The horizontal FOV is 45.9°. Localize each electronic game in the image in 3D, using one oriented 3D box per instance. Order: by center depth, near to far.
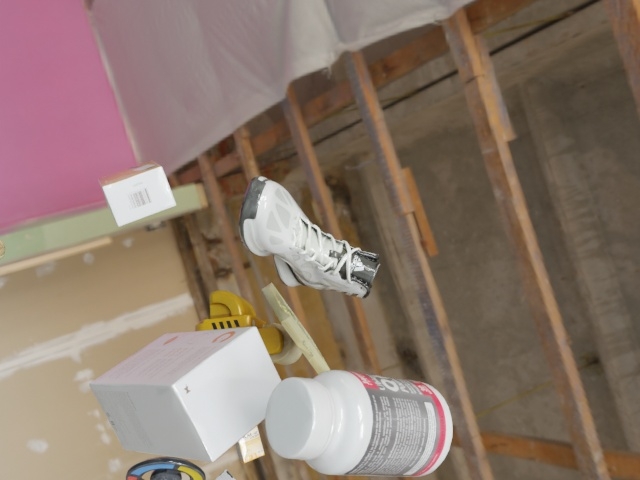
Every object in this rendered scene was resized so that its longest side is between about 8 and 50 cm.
[{"bbox_3d":[-0.448,0.691,2.192,0.229,0.229,0.048,108,-16,-46],"label":"electronic game"}]

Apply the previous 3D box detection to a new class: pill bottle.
[{"bbox_3d":[0.067,0.320,1.321,0.176,0.318,0.176,-20,-117,45],"label":"pill bottle"}]

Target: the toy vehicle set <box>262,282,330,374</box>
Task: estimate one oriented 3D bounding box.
[{"bbox_3d":[-0.065,0.254,2.114,0.267,0.035,0.166,58,-3,-38],"label":"toy vehicle set"}]

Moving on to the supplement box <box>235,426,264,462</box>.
[{"bbox_3d":[-0.193,0.529,1.996,0.036,0.062,0.098,-14,-88,62],"label":"supplement box"}]

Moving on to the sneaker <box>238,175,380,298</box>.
[{"bbox_3d":[0.000,-0.001,1.690,0.257,0.169,0.447,10,-20,21],"label":"sneaker"}]

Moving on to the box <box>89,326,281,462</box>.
[{"bbox_3d":[-0.270,0.302,1.521,0.345,0.215,0.168,-12,-73,48],"label":"box"}]

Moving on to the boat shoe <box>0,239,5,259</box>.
[{"bbox_3d":[-0.958,-0.036,1.998,0.089,0.285,0.104,-48,-142,13],"label":"boat shoe"}]

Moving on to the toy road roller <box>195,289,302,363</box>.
[{"bbox_3d":[-0.232,0.273,2.360,0.202,0.330,0.240,42,41,-69],"label":"toy road roller"}]

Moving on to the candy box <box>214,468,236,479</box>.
[{"bbox_3d":[-0.321,0.857,2.406,0.070,0.196,0.165,28,-26,49],"label":"candy box"}]

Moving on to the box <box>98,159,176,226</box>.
[{"bbox_3d":[-0.397,-0.105,1.622,0.170,0.130,0.091,27,-42,67],"label":"box"}]
